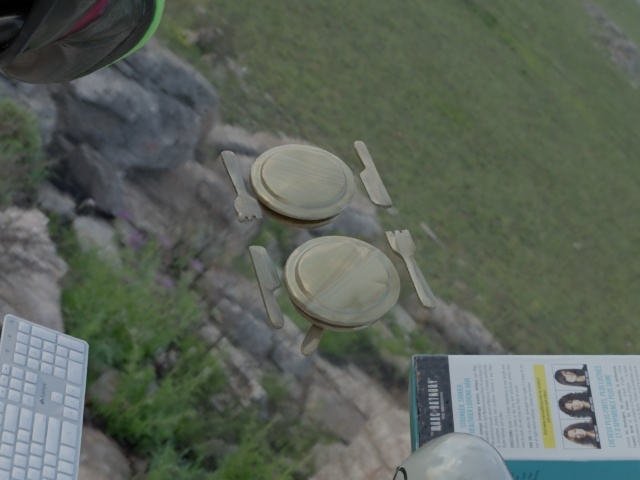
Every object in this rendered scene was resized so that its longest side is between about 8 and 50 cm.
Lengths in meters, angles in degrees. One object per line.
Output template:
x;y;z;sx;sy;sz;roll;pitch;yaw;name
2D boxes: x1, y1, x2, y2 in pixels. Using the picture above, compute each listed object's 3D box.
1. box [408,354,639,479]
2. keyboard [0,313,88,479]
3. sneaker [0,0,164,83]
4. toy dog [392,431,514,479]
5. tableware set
0.196;0.150;0.925;0.060;0.244;0.100;90;1;-50;box
-0.207;0.159;0.811;0.072;0.014;0.256;19;39;-22;keyboard
-0.201;-0.210;0.753;0.185;0.202;0.483;55;-20;-2;sneaker
0.090;0.297;0.638;0.220;0.161;0.334;90;-24;-58;toy dog
0.000;0.000;0.880;0.128;0.039;0.194;-5;47;-17;tableware set
